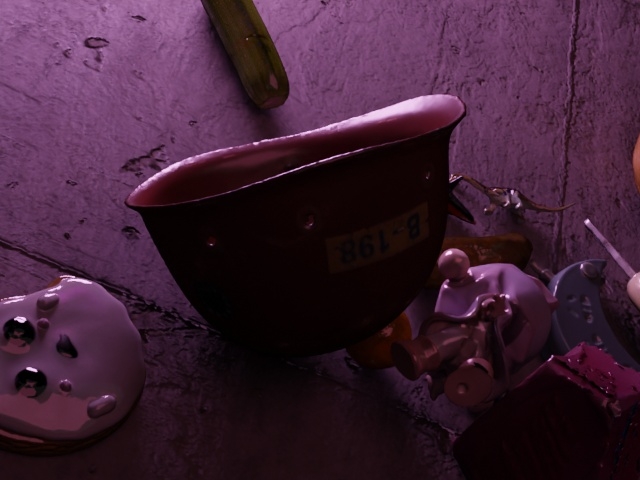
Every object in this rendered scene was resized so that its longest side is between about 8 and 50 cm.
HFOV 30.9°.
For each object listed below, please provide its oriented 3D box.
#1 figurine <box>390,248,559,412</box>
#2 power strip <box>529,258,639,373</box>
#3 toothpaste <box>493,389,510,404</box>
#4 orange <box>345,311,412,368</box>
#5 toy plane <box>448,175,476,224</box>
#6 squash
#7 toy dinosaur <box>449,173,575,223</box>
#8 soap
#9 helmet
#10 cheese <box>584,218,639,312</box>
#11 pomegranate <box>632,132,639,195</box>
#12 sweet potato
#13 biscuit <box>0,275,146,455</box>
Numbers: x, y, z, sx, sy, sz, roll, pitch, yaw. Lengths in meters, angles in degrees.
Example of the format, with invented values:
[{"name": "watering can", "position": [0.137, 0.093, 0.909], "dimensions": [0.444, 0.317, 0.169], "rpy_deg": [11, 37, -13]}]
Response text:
[{"name": "figurine", "position": [0.183, 0.109, 1.329], "dimensions": [0.276, 0.133, 0.200], "rpy_deg": [-31, 111, -60]}, {"name": "power strip", "position": [0.357, 0.123, 1.499], "dimensions": [0.167, 0.054, 0.253], "rpy_deg": [-14, 65, -36]}, {"name": "toothpaste", "position": [0.247, 0.202, 1.404], "dimensions": [0.083, 0.017, 0.020], "rpy_deg": [23, 48, -12]}, {"name": "orange", "position": [0.065, 0.110, 1.333], "dimensions": [0.083, 0.070, 0.083], "rpy_deg": [-7, 39, 6]}, {"name": "toy plane", "position": [0.141, -0.088, 1.531], "dimensions": [0.189, 0.061, 0.130], "rpy_deg": [33, 17, -8]}, {"name": "squash", "position": [-0.102, -0.271, 1.533], "dimensions": [0.066, 0.066, 0.229], "rpy_deg": [-8, 62, -33]}, {"name": "toy dinosaur", "position": [0.263, -0.050, 1.587], "dimensions": [0.180, 0.037, 0.058], "rpy_deg": [18, 54, -15]}, {"name": "soap", "position": [0.261, 0.216, 1.244], "dimensions": [0.099, 0.250, 0.162], "rpy_deg": [-11, 61, -36]}, {"name": "helmet", "position": [0.000, 0.000, 1.250], "dimensions": [0.385, 0.337, 0.230], "rpy_deg": [-21, 103, -33]}, {"name": "cheese", "position": [0.439, 0.068, 1.557], "dimensions": [0.251, 0.054, 0.127], "rpy_deg": [53, 9, 20]}, {"name": "pomegranate", "position": [0.586, -0.130, 1.702], "dimensions": [0.252, 0.229, 0.270], "rpy_deg": [13, 40, -10]}, {"name": "sweet potato", "position": [0.201, 0.020, 1.473], "dimensions": [0.233, 0.062, 0.081], "rpy_deg": [-8, 18, -34]}, {"name": "biscuit", "position": [-0.270, 0.123, 1.158], "dimensions": [0.208, 0.049, 0.181], "rpy_deg": [-17, 65, -38]}]
